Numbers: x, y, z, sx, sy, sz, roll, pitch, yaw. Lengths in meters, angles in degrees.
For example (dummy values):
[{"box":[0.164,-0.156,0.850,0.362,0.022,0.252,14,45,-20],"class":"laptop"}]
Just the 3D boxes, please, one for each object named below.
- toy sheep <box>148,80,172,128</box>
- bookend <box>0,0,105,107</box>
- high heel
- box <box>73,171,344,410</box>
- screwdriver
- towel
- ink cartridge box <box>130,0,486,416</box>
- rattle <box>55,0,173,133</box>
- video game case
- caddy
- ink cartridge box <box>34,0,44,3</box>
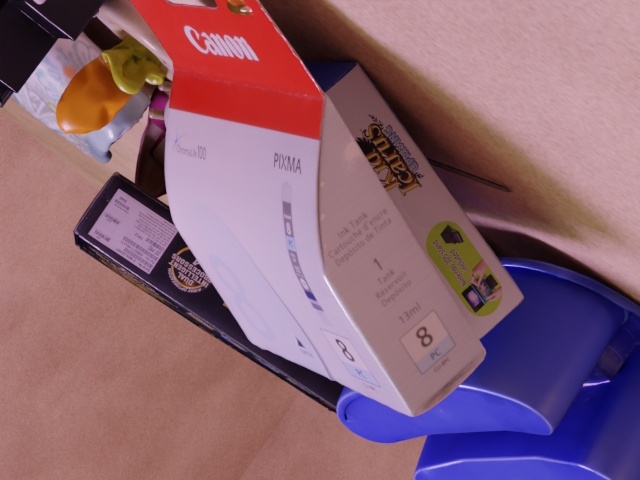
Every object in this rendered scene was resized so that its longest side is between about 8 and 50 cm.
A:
[{"box":[-0.114,-0.123,1.814,0.091,0.091,0.132,42,-175,-46],"class":"toy sheep"},{"box":[-0.263,-0.202,1.692,0.072,0.156,0.157,38,172,-22],"class":"bookend"},{"box":[-0.188,-0.108,2.134,0.082,0.117,0.244,36,173,-1],"class":"high heel"},{"box":[-0.105,0.070,2.140,0.395,0.097,0.318,34,176,-6],"class":"box"},{"box":[0.095,-0.061,1.504,0.170,0.024,0.025,27,140,38],"class":"screwdriver"},{"box":[-0.342,-0.223,2.084,0.320,0.090,0.374,42,172,-6],"class":"towel"},{"box":[-0.060,-0.054,1.449,0.385,0.091,0.308,56,164,-22],"class":"ink cartridge box"},{"box":[-0.172,-0.152,1.708,0.200,0.143,0.130,36,158,51],"class":"rattle"},{"box":[0.025,-0.040,1.537,0.244,0.061,0.269,54,165,-18],"class":"video game case"},{"box":[0.178,0.125,1.655,0.241,0.179,0.341,43,151,-24],"class":"caddy"},{"box":[-0.272,-0.289,1.409,0.160,0.092,0.219,35,173,10],"class":"ink cartridge box"}]
